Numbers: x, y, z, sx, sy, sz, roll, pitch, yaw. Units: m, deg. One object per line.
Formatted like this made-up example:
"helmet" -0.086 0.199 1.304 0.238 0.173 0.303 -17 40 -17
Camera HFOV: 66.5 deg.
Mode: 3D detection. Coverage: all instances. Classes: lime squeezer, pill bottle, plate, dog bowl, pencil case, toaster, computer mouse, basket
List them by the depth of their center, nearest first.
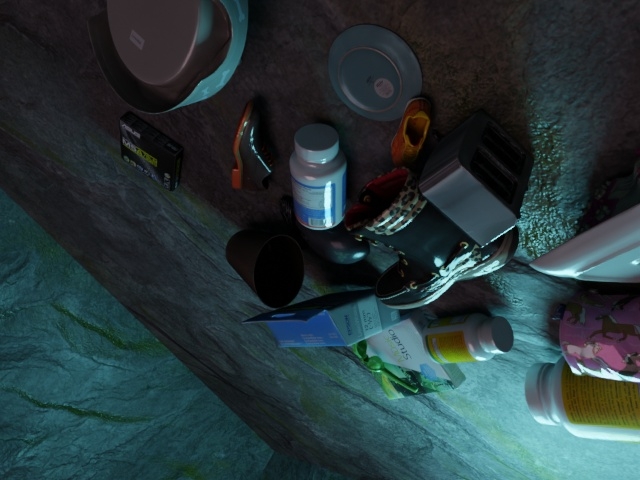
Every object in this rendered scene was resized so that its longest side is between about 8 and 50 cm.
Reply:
"plate" 0.518 0.007 0.739 0.277 0.045 0.278 5 153 -23
"toaster" 0.265 -0.112 0.839 0.185 0.168 0.110 40 142 -8
"pencil case" 0.636 0.166 0.864 0.386 0.160 0.167 -8 106 45
"dog bowl" -0.273 -0.406 0.870 0.348 0.102 0.349 10 109 33
"plate" 0.092 -0.294 0.886 0.188 0.024 0.188 22 143 18
"pill bottle" 0.629 0.331 1.049 0.188 0.188 0.333 47 144 -18
"pill bottle" -0.004 -0.139 1.068 0.124 0.124 0.222 21 143 19
"pill bottle" 0.368 0.245 1.226 0.117 0.118 0.208 46 144 -16
"computer mouse" 0.000 0.000 1.248 0.272 0.072 0.189 18 143 36
"basket" -0.166 0.057 1.373 0.226 0.154 0.205 24 119 54
"lime squeezer" 0.162 0.335 1.462 0.110 0.058 0.310 -41 79 24

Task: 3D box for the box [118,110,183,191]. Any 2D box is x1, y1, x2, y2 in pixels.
"box" -0.490 -0.251 1.411 0.190 0.045 0.184 34 148 0

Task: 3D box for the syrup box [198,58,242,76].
"syrup box" -0.294 -0.387 1.034 0.236 0.096 0.093 7 135 35

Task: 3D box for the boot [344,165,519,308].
"boot" 0.172 0.008 1.018 0.284 0.138 0.377 28 146 -24

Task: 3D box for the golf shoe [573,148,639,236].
"golf shoe" 0.511 -0.056 0.749 0.140 0.115 0.306 26 146 7

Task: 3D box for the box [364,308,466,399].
"box" 0.245 0.347 1.448 0.232 0.058 0.322 56 146 3

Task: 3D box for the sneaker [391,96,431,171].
"sneaker" 0.165 -0.182 0.914 0.064 0.068 0.175 7 144 6

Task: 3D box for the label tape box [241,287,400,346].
"label tape box" 0.008 0.215 1.287 0.249 0.347 0.115 -12 90 43

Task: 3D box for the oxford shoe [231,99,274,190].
"oxford shoe" -0.150 -0.215 1.147 0.098 0.097 0.271 13 149 -3
